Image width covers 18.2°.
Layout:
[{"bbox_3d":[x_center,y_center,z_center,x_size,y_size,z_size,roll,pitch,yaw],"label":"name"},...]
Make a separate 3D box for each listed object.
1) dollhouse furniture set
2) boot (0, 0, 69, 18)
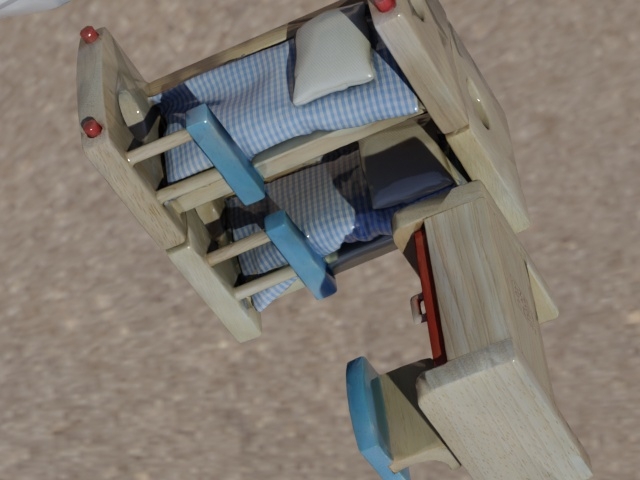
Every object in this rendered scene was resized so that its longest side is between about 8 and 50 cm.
[{"bbox_3d":[0.000,0.000,0.713,0.129,0.184,0.129,-22,135,15],"label":"dollhouse furniture set"},{"bbox_3d":[-0.186,-0.104,0.689,0.123,0.258,0.095,5,77,-37],"label":"boot"}]
